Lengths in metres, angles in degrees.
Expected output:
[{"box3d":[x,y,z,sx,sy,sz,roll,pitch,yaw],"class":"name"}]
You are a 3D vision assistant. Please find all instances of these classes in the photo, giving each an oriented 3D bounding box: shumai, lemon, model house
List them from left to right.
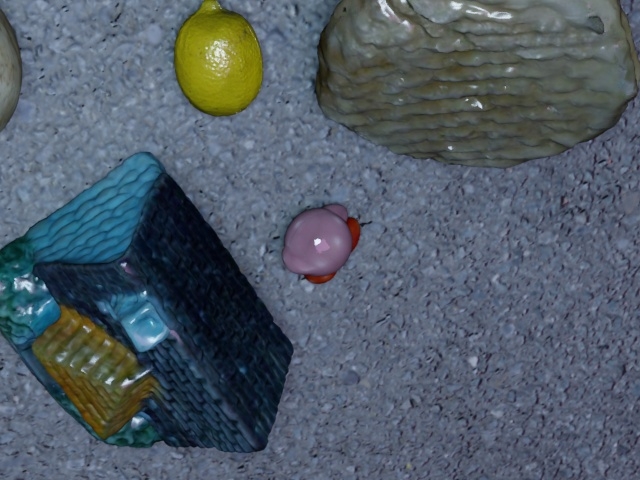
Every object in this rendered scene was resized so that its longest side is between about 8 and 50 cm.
[{"box3d":[-0.153,0.103,1.204,0.226,0.241,0.261,-37,116,-4],"class":"model house"},{"box3d":[-0.093,-0.166,1.210,0.082,0.082,0.110,-11,119,-13],"class":"lemon"},{"box3d":[0.146,-0.230,1.214,0.314,0.262,0.267,-15,137,36],"class":"shumai"}]

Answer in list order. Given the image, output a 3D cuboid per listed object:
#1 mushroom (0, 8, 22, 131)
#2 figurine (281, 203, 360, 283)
[{"box3d":[-0.366,-0.154,1.072,0.254,0.189,0.195,40,92,-22],"class":"mushroom"},{"box3d":[0.000,0.000,1.306,0.071,0.067,0.083,35,80,-45],"class":"figurine"}]
